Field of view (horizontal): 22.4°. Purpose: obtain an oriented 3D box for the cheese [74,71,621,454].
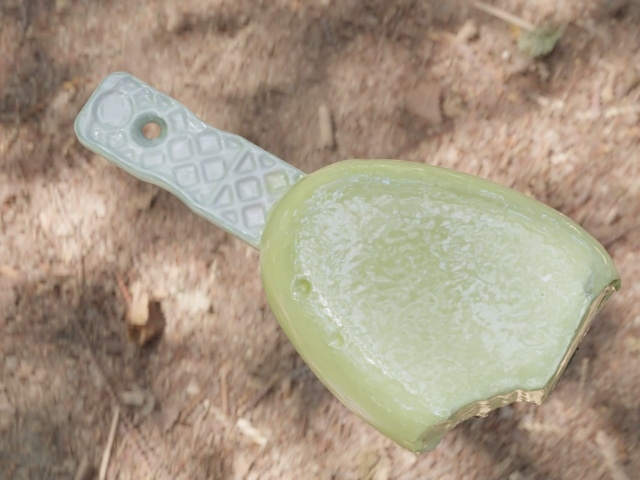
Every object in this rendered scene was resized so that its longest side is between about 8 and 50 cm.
[{"bbox_3d":[0.000,0.000,0.732,0.255,0.050,0.127,28,79,10],"label":"cheese"}]
